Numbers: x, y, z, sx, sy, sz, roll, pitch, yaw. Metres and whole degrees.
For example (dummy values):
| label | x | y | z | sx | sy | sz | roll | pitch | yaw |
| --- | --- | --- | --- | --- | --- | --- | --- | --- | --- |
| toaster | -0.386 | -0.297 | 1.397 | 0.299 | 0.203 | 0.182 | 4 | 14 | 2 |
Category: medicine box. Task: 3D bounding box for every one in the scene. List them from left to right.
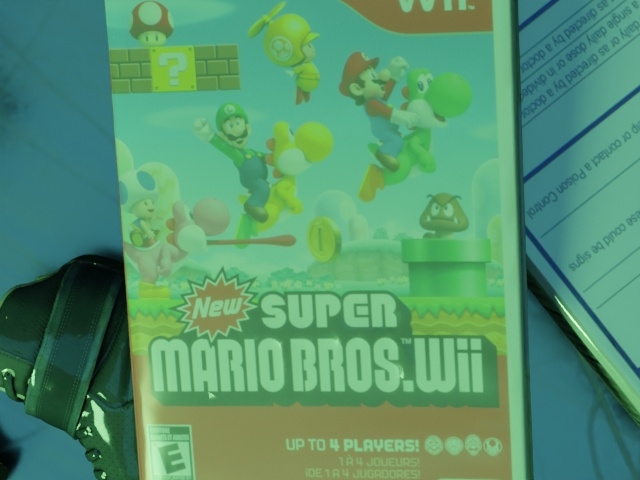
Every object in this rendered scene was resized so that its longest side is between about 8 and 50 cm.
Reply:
| label | x | y | z | sx | sy | sz | roll | pitch | yaw |
| --- | --- | --- | --- | --- | --- | --- | --- | --- | --- |
| medicine box | 0.212 | -0.059 | 1.042 | 0.263 | 0.149 | 0.289 | -38 | 93 | 2 |

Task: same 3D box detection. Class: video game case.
| label | x | y | z | sx | sy | sz | roll | pitch | yaw |
| --- | --- | --- | --- | --- | --- | --- | --- | --- | --- |
| video game case | 0.000 | 0.000 | 0.980 | 0.204 | 0.025 | 0.285 | 0 | 101 | 13 |

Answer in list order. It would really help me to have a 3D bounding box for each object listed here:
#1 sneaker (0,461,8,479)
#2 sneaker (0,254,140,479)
| label | x | y | z | sx | sy | sz | roll | pitch | yaw |
| --- | --- | --- | --- | --- | --- | --- | --- | --- | --- |
| sneaker | -0.259 | 0.140 | 1.106 | 0.161 | 0.057 | 0.075 | -30 | 76 | 3 |
| sneaker | -0.126 | 0.119 | 1.083 | 0.163 | 0.086 | 0.226 | 14 | 94 | 1 |
